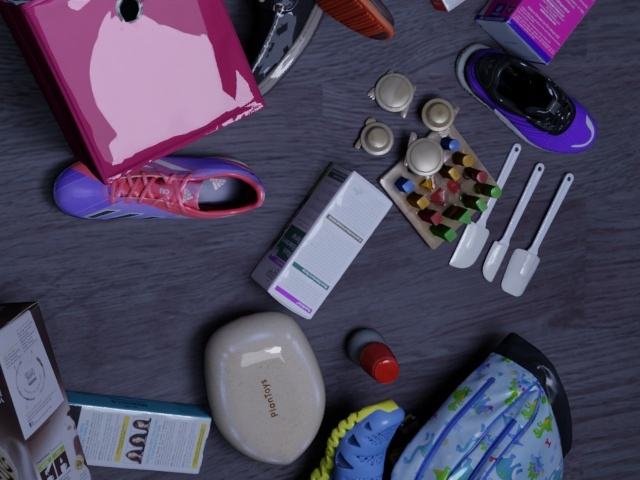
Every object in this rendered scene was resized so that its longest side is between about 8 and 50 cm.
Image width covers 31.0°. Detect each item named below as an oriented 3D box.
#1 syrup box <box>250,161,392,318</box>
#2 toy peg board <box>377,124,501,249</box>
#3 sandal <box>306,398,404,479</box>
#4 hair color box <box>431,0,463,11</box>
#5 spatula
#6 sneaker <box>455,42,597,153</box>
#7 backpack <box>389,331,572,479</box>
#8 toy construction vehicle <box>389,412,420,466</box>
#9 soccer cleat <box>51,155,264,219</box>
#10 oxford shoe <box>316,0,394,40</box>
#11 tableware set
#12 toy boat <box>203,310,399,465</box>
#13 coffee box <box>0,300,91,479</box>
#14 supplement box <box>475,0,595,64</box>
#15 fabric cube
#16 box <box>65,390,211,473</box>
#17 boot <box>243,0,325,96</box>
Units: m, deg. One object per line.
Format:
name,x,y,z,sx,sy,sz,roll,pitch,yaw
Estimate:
syrup box,0.000,0.000,1.865,0.096,0.093,0.237,38,88,-25
toy peg board,0.212,-0.090,1.929,0.161,0.079,0.160,-42,110,-8
sandal,0.064,0.391,1.901,0.126,0.138,0.317,-12,139,-43
hair color box,0.192,-0.463,1.850,0.093,0.053,0.167,-36,114,-9
spatula,0.344,-0.035,2.036,0.168,0.019,0.242,25,92,-19
sneaker,0.367,-0.221,1.926,0.293,0.146,0.102,28,92,-24
backpack,0.271,0.383,1.947,0.356,0.273,0.290,-29,132,-17
toy construction vehicle,0.154,0.349,2.047,0.098,0.035,0.086,-33,123,-8
soccer cleat,-0.239,-0.078,1.739,0.318,0.116,0.108,-2,103,-21
oxford shoe,0.024,-0.399,1.643,0.271,0.097,0.098,44,67,-25
tableware set,0.145,-0.189,1.891,0.169,0.020,0.141,25,86,-4
toy boat,-0.031,0.224,1.893,0.318,0.148,0.267,-14,108,-11
coffee box,-0.469,0.248,1.687,0.168,0.119,0.297,-3,110,24
supplement box,0.379,-0.412,1.904,0.114,0.111,0.220,40,86,-24
fabric cube,-0.268,-0.263,1.605,0.254,0.259,0.258,-27,111,-14
box,-0.305,0.306,1.837,0.244,0.060,0.100,11,99,-23
boot,-0.113,-0.426,1.692,0.284,0.138,0.377,28,88,-26
